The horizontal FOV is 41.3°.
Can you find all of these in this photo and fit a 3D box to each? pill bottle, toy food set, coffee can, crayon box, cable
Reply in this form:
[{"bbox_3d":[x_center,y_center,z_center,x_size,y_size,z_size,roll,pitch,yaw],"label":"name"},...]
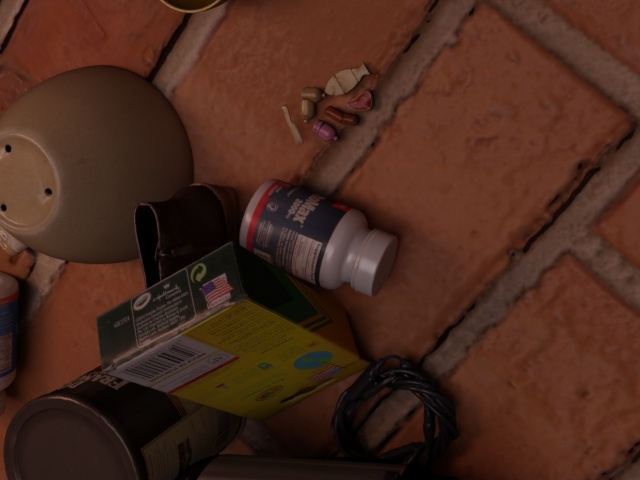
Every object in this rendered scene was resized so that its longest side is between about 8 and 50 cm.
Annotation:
[{"bbox_3d":[-0.537,0.166,1.321,0.124,0.124,0.221,14,107,20],"label":"pill bottle"},{"bbox_3d":[0.016,-0.167,1.072,0.122,0.019,0.078,-20,94,18],"label":"toy food set"},{"bbox_3d":[-0.248,0.253,1.134,0.202,0.275,0.201,5,103,22],"label":"coffee can"},{"bbox_3d":[0.000,0.000,1.066,0.180,0.108,0.108,22,109,16],"label":"pill bottle"},{"bbox_3d":[-0.093,0.128,1.051,0.202,0.318,0.081,-28,57,18],"label":"crayon box"},{"bbox_3d":[0.094,0.243,1.120,0.150,0.047,0.184,37,117,3],"label":"cable"}]

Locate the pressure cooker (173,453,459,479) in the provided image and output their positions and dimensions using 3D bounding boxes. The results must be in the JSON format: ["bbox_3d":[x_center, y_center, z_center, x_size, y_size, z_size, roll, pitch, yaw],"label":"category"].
[{"bbox_3d":[0.031,0.448,0.997,0.420,0.370,0.375,0,77,15],"label":"pressure cooker"}]

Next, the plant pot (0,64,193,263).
[{"bbox_3d":[-0.342,-0.091,1.145,0.284,0.191,0.284,5,103,22],"label":"plant pot"}]

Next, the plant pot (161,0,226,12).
[{"bbox_3d":[-0.138,-0.349,1.052,0.134,0.095,0.134,5,103,22],"label":"plant pot"}]

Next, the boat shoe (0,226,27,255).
[{"bbox_3d":[-0.507,-0.047,1.294,0.059,0.063,0.170,-43,84,19],"label":"boat shoe"}]

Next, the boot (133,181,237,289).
[{"bbox_3d":[-0.164,0.053,1.091,0.090,0.207,0.248,-1,101,23],"label":"boot"}]
